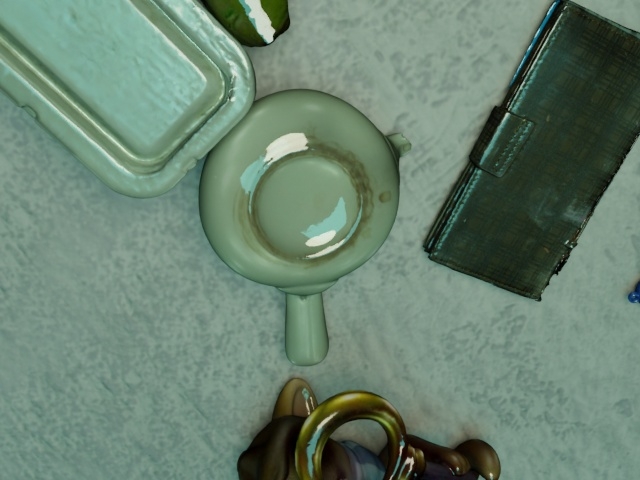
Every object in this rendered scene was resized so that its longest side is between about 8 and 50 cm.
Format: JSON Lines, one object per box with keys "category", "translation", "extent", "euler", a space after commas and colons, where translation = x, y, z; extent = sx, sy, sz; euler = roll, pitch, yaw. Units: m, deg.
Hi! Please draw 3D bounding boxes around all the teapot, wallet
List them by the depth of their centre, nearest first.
{"category": "teapot", "translation": [-0.037, -0.004, 0.726], "extent": [0.220, 0.149, 0.318], "euler": [17, 107, -17]}
{"category": "wallet", "translation": [0.256, -0.092, 0.761], "extent": [0.169, 0.044, 0.317], "euler": [20, 109, -13]}

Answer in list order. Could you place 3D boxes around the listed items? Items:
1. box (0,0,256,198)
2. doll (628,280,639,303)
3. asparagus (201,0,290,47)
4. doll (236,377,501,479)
{"category": "box", "translation": [-0.208, -0.209, 0.631], "extent": [0.175, 0.182, 0.312], "euler": [-42, 105, 13]}
{"category": "doll", "translation": [0.446, 0.055, 0.815], "extent": [0.143, 0.057, 0.099], "euler": [-12, 125, 8]}
{"category": "asparagus", "translation": [-0.145, -0.333, 0.643], "extent": [0.082, 0.085, 0.343], "euler": [-33, 102, 24]}
{"category": "doll", "translation": [0.063, 0.330, 0.818], "extent": [0.340, 0.209, 0.318], "euler": [27, 104, -8]}
